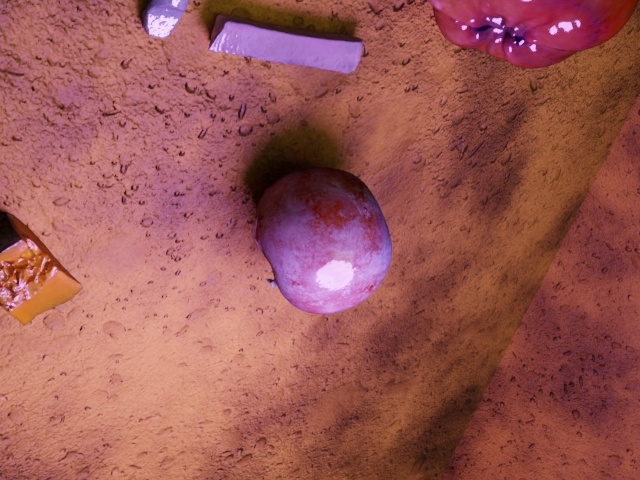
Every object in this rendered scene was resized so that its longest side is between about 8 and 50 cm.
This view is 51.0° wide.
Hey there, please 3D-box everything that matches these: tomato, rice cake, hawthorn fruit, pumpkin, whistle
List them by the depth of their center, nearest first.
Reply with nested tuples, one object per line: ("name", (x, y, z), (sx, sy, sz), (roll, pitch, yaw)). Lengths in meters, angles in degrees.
("whistle", (-0.234, -0.427, 1.067), (0.123, 0.122, 0.223), (-6, 144, -40))
("pumpkin", (-0.524, 0.040, 1.128), (0.131, 0.126, 0.248), (-45, 159, -18))
("rice cake", (-0.060, -0.372, 1.279), (0.365, 0.056, 0.072), (-6, 128, -40))
("hawthorn fruit", (0.403, -0.582, 1.292), (0.472, 0.472, 0.471), (-23, 132, -28))
("tomato", (0.000, 0.000, 1.414), (0.283, 0.316, 0.316), (-21, 137, 4))
